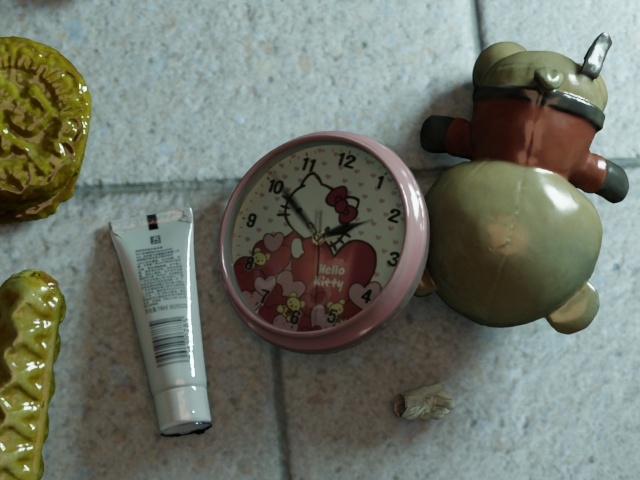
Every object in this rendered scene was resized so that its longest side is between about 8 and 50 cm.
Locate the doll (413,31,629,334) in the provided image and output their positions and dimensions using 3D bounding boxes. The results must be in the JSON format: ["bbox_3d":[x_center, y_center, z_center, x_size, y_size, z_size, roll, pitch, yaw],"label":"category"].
[{"bbox_3d":[0.220,-0.067,1.898,0.235,0.174,0.330,15,77,-2],"label":"doll"}]

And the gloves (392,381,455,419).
[{"bbox_3d":[0.108,0.173,1.902,0.081,0.037,0.044,8,113,-21],"label":"gloves"}]

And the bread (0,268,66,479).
[{"bbox_3d":[-0.319,0.208,1.816,0.084,0.077,0.368,17,75,-38],"label":"bread"}]

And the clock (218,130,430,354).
[{"bbox_3d":[0.001,0.001,1.877,0.244,0.056,0.244,-7,73,24],"label":"clock"}]

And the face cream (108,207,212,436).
[{"bbox_3d":[-0.164,0.086,1.881,0.092,0.058,0.244,-9,74,-3],"label":"face cream"}]

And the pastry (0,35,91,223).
[{"bbox_3d":[-0.332,-0.117,1.873,0.188,0.103,0.189,1,79,-7],"label":"pastry"}]
